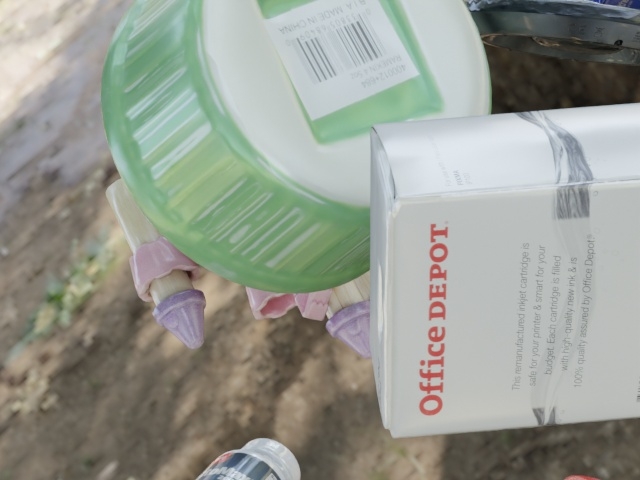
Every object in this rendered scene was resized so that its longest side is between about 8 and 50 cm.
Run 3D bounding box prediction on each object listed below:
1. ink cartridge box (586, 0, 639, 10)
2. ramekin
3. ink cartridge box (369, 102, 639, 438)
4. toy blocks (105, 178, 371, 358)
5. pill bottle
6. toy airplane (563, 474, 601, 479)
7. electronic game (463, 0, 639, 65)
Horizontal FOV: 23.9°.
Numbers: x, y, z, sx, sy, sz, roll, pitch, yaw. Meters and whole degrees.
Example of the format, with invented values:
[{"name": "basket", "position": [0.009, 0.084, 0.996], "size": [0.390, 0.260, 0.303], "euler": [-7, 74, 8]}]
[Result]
[{"name": "ink cartridge box", "position": [0.380, -0.287, 1.434], "size": [0.065, 0.311, 0.186], "euler": [102, 179, -72]}, {"name": "ramekin", "position": [-0.009, -0.122, 1.218], "size": [0.303, 0.303, 0.148], "euler": [-52, 10, -32]}, {"name": "ink cartridge box", "position": [0.177, 0.017, 1.069], "size": [0.283, 0.207, 0.117], "euler": [-4, 33, -5]}, {"name": "toy blocks", "position": [0.000, 0.000, 1.519], "size": [0.309, 0.260, 0.288], "euler": [-36, -23, 21]}, {"name": "pill bottle", "position": [-0.096, 0.299, 1.706], "size": [0.108, 0.108, 0.180], "euler": [-25, 8, 30]}, {"name": "toy airplane", "position": [0.350, 0.311, 1.346], "size": [0.384, 0.272, 0.386], "euler": [-34, 38, 33]}, {"name": "electronic game", "position": [0.236, -0.194, 1.373], "size": [0.229, 0.229, 0.048], "euler": [14, 96, 63]}]
